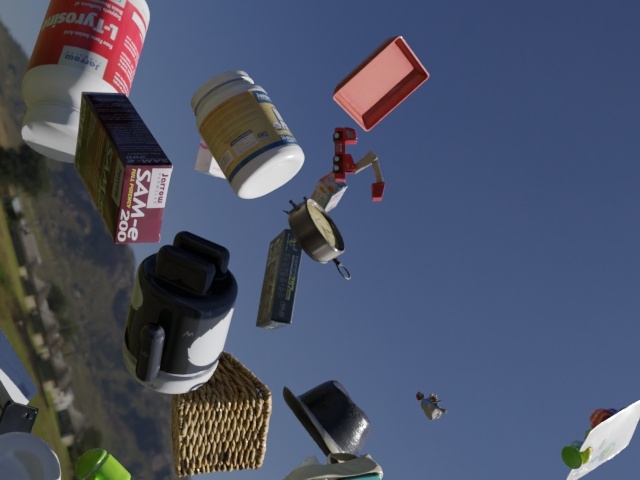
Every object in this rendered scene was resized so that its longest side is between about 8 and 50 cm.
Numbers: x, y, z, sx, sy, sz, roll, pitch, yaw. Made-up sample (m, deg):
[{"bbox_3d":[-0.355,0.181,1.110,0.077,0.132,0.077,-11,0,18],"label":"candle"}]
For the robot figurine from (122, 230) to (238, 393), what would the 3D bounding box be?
[{"bbox_3d":[-0.233,0.128,1.410,0.173,0.209,0.278,46,-52,42],"label":"robot figurine"}]

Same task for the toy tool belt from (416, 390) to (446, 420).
[{"bbox_3d":[0.289,0.424,2.183,0.083,0.051,0.052,-122,-156,-44],"label":"toy tool belt"}]

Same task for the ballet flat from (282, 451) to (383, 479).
[{"bbox_3d":[0.010,0.485,1.753,0.086,0.248,0.086,-3,-94,64],"label":"ballet flat"}]

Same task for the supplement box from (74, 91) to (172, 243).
[{"bbox_3d":[-0.296,-0.112,1.237,0.239,0.073,0.130,49,-47,45],"label":"supplement box"}]

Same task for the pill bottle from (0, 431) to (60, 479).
[{"bbox_3d":[-0.588,0.462,1.594,0.283,0.161,0.161,-43,-116,60],"label":"pill bottle"}]

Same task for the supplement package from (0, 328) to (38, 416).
[{"bbox_3d":[-0.820,0.345,1.893,0.198,0.263,0.199,61,-5,-6],"label":"supplement package"}]

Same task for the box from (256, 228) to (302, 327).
[{"bbox_3d":[-0.101,0.101,2.105,0.183,0.059,0.232,141,-42,-71],"label":"box"}]

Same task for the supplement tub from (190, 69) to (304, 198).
[{"bbox_3d":[-0.136,-0.192,1.524,0.199,0.144,0.144,59,-23,14],"label":"supplement tub"}]

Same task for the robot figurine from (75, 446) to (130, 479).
[{"bbox_3d":[-0.388,0.421,1.504,0.115,0.067,0.101,47,11,-8],"label":"robot figurine"}]

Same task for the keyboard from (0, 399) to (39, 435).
[{"bbox_3d":[-0.654,0.439,1.786,0.023,0.108,0.180,0,-112,43],"label":"keyboard"}]

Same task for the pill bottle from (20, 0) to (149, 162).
[{"bbox_3d":[-0.545,-0.394,1.927,0.229,0.229,0.407,119,-18,-63],"label":"pill bottle"}]

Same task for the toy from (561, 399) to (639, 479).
[{"bbox_3d":[0.514,0.352,1.544,0.056,0.237,0.137,35,-56,34],"label":"toy"}]

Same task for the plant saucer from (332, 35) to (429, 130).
[{"bbox_3d":[0.172,-0.469,2.485,0.048,0.258,0.259,54,11,29],"label":"plant saucer"}]

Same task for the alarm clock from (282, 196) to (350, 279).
[{"bbox_3d":[0.000,0.000,1.668,0.192,0.064,0.129,54,16,5],"label":"alarm clock"}]

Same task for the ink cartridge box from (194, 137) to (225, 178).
[{"bbox_3d":[-0.256,-0.220,2.082,0.052,0.088,0.122,10,-93,30],"label":"ink cartridge box"}]

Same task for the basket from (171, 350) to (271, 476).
[{"bbox_3d":[-0.251,0.407,2.065,0.213,0.223,0.299,-109,-159,-50],"label":"basket"}]

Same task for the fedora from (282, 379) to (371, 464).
[{"bbox_3d":[0.042,0.496,2.301,0.334,0.152,0.334,52,-7,8],"label":"fedora"}]

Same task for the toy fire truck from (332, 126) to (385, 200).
[{"bbox_3d":[0.099,-0.200,2.185,0.047,0.135,0.192,81,10,-82],"label":"toy fire truck"}]

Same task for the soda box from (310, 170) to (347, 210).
[{"bbox_3d":[0.021,-0.133,2.387,0.063,0.058,0.183,53,-17,7],"label":"soda box"}]
